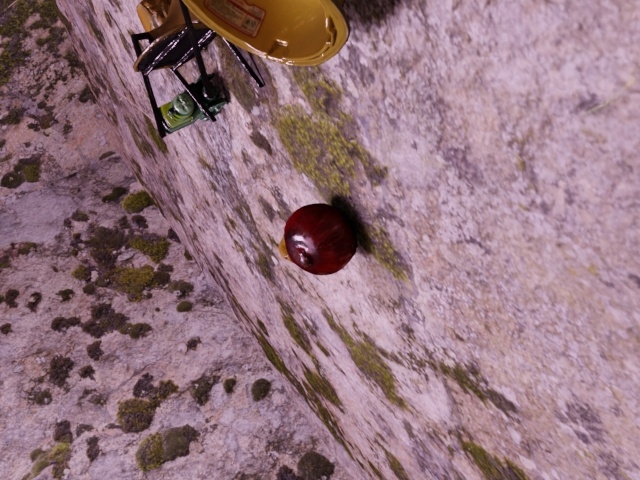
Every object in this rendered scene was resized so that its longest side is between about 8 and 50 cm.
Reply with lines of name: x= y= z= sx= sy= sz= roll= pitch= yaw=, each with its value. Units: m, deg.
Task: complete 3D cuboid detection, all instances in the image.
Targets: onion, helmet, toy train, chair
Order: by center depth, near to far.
helmet: x=-0.046 y=-0.308 z=0.700 sx=0.205 sy=0.140 sz=0.257 roll=32 pitch=167 yaw=-30
onion: x=0.000 y=0.000 z=1.086 sx=0.131 sy=0.131 sz=0.131 roll=51 pitch=160 yaw=27
chair: x=-0.239 y=-0.337 z=1.113 sx=0.159 sy=0.172 sz=0.246 roll=-25 pitch=96 yaw=42
toy train: x=-0.278 y=-0.289 z=1.358 sx=0.083 sy=0.132 sz=0.200 roll=62 pitch=164 yaw=-8

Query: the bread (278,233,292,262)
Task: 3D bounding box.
bread: x=-0.045 y=-0.003 z=1.276 sx=0.053 sy=0.074 sz=0.132 roll=46 pitch=161 yaw=8

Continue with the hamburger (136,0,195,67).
hamburger: x=-0.306 y=-0.422 z=1.265 sx=0.147 sy=0.083 sz=0.138 roll=53 pitch=-167 yaw=-77
